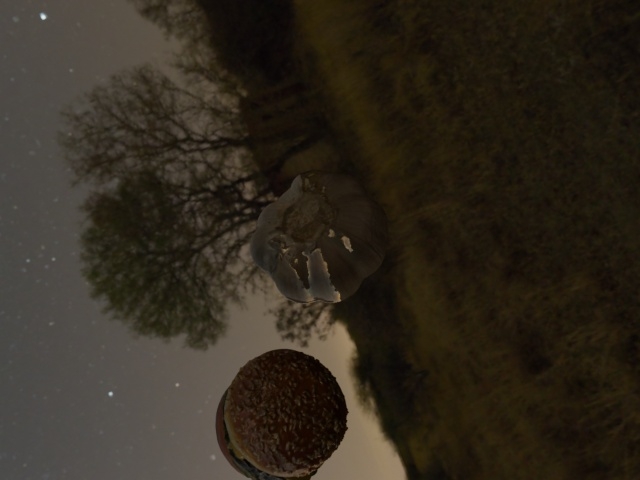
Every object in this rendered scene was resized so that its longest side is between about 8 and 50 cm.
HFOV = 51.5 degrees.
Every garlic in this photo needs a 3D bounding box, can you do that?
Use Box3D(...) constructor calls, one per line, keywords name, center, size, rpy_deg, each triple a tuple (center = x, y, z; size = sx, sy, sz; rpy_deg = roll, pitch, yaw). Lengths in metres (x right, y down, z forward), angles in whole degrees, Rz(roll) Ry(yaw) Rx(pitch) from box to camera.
Box3D(name="garlic", center=(0.004, 0.000, 1.065), size=(0.152, 0.228, 0.228), rpy_deg=(69, 180, -61))

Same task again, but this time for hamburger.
Box3D(name="hamburger", center=(-0.085, 0.380, 1.426), size=(0.225, 0.291, 0.291), rpy_deg=(-48, 59, 57))
